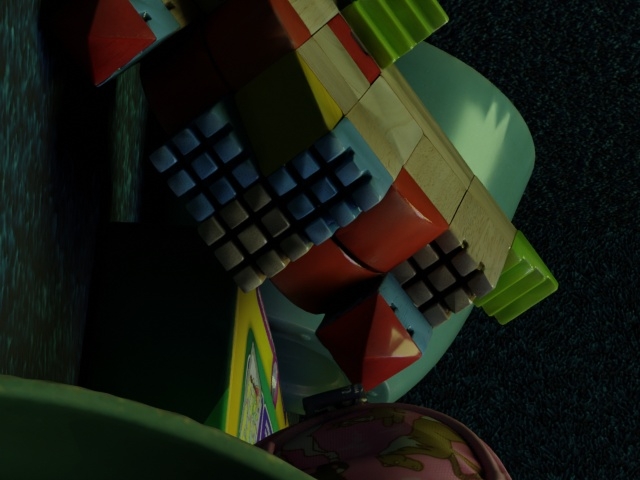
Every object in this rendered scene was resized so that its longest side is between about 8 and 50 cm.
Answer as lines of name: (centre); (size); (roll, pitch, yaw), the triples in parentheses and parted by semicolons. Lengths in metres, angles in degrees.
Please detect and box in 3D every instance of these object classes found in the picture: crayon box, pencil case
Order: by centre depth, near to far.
pencil case: (0.022, 0.284, 1.095); (0.167, 0.160, 0.386); (30, -50, 46)
crayon box: (-0.096, 0.210, 1.316); (0.363, 0.106, 0.313); (82, 12, -61)

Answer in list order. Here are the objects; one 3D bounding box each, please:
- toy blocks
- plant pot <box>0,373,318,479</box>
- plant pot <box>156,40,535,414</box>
toy blocks: (-0.013, -0.061, 1.146); (0.381, 0.190, 0.261); (53, 18, -6)
plant pot: (-0.086, 0.199, 0.364); (0.196, 0.293, 0.293); (128, -27, -48)
plant pot: (0.000, 0.000, 1.487); (0.293, 0.293, 0.235); (85, 21, -63)
